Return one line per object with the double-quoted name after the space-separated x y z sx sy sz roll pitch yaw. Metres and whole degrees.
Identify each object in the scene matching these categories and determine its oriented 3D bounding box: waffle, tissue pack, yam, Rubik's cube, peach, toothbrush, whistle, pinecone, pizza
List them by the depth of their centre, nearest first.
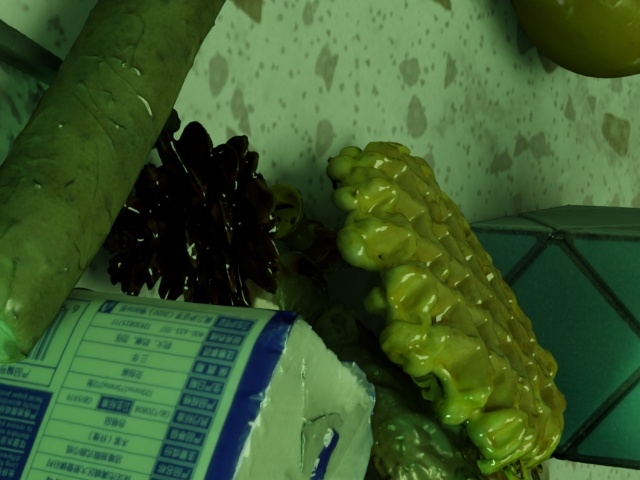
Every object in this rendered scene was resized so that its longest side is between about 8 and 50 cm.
-0.119 0.141 1.124 0.137 0.269 0.209 37 63 -49 "tissue pack"
-0.132 -0.081 1.186 0.083 0.083 0.372 62 39 -37 "yam"
-0.188 -0.120 1.209 0.297 0.030 0.030 28 45 -50 "toothbrush"
-0.089 -0.010 1.277 0.120 0.140 0.140 -18 112 -16 "pinecone"
0.101 0.052 1.454 0.329 0.062 0.329 55 14 -20 "waffle"
-0.001 -0.005 1.456 0.109 0.057 0.046 34 32 -51 "whistle"
0.102 0.181 1.502 0.089 0.223 0.323 -34 133 5 "pizza"
0.257 0.078 1.698 0.207 0.205 0.205 -8 99 -52 "Rubik's cube"
0.256 -0.267 1.713 0.251 0.153 0.251 6 83 -59 "peach"

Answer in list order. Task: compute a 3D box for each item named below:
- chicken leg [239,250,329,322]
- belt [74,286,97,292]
-0.066 0.188 1.330 0.211 0.140 0.361 9 75 -75 "chicken leg"
-0.140 0.066 1.267 0.083 0.059 0.036 54 52 -41 "belt"
